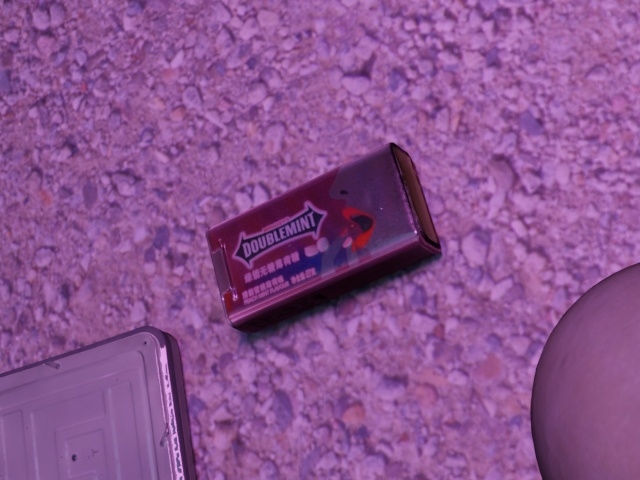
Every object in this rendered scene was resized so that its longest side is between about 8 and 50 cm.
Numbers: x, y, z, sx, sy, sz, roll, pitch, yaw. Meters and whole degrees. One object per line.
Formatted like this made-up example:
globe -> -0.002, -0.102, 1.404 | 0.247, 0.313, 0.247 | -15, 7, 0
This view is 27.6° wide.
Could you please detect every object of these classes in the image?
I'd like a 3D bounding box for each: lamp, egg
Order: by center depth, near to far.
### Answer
egg -> 0.287, 0.143, 0.966 | 0.258, 0.258, 0.352 | -43, 18, 12
lamp -> -0.253, 0.249, 1.388 | 0.266, 0.047, 0.269 | -19, 69, 22

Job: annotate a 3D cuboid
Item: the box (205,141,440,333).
box -> 0.000, 0.000, 1.303 | 0.224, 0.069, 0.120 | -26, 65, 20
